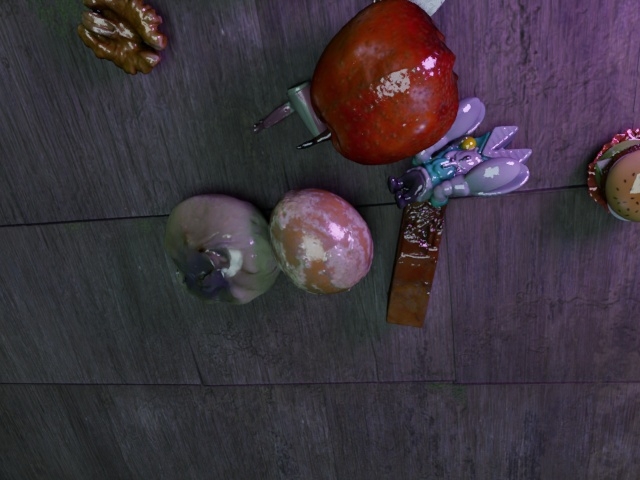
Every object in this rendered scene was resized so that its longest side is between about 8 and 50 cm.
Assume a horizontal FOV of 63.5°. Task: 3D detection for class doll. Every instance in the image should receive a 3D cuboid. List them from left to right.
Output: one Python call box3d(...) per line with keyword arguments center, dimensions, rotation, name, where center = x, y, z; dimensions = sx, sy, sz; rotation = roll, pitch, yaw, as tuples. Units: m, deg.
box3d(center=(0.264, -0.132, 0.935), dimensions=(0.195, 0.153, 0.258), rotation=(41, 80, 15), name="doll")

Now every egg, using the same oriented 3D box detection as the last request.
box3d(center=(0.000, 0.000, 1.047), dimensions=(0.203, 0.203, 0.245), rotation=(-29, 117, 22), name="egg")

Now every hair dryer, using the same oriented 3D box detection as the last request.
box3d(center=(-0.068, -0.245, 1.028), dimensions=(0.154, 0.054, 0.106), rotation=(-11, 119, 26), name="hair dryer")

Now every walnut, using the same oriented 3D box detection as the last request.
box3d(center=(-0.370, -0.399, 0.983), dimensions=(0.170, 0.069, 0.143), rotation=(28, 119, -3), name="walnut")

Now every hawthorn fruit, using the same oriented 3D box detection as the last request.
box3d(center=(0.080, -0.240, 0.878), dimensions=(0.300, 0.254, 0.254), rotation=(-30, 109, 10), name="hawthorn fruit")

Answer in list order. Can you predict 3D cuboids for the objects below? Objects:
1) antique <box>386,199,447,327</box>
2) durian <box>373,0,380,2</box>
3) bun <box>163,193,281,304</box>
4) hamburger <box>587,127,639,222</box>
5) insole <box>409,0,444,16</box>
box3d(center=(0.200, 0.029, 1.087), dimensions=(0.087, 0.093, 0.310), rotation=(9, 117, 5), name="antique")
box3d(center=(0.070, -0.505, 0.865), dimensions=(0.100, 0.086, 0.215), rotation=(-16, 114, 54), name="durian")
box3d(center=(-0.215, 0.029, 1.120), dimensions=(0.272, 0.168, 0.273), rotation=(7, 117, 15), name="bun")
box3d(center=(0.580, -0.106, 0.930), dimensions=(0.175, 0.137, 0.175), rotation=(5, 121, 8), name="hamburger")
box3d(center=(0.144, -0.401, 0.928), dimensions=(0.193, 0.006, 0.065), rotation=(-34, 107, 23), name="insole")
